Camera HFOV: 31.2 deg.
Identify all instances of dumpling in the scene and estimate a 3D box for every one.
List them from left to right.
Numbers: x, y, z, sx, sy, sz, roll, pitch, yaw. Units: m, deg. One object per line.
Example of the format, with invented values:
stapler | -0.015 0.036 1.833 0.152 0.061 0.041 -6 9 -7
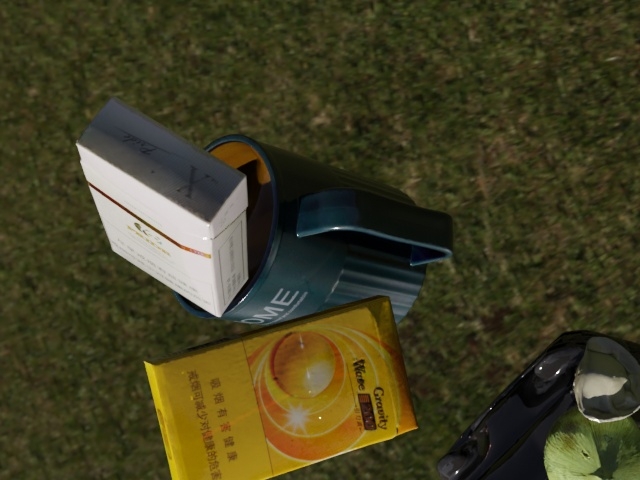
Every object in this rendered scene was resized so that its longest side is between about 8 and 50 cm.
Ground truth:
dumpling | 0.238 0.117 0.938 0.059 0.077 0.043 6 117 8

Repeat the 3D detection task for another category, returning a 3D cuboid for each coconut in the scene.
coconut | 0.230 0.179 0.963 0.088 0.096 0.088 1 102 3

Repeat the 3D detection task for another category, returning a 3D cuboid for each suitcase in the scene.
suitcase | 0.371 0.296 1.535 0.345 0.339 0.188 -55 32 33

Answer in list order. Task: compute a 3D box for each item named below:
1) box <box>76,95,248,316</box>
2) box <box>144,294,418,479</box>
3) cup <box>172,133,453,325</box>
box | -0.084 -0.013 0.643 0.084 0.040 0.154 34 160 10
box | -0.035 0.162 1.193 0.043 0.269 0.152 -177 73 -69
cup | -0.007 -0.012 1.552 0.308 0.292 0.242 -45 49 30
